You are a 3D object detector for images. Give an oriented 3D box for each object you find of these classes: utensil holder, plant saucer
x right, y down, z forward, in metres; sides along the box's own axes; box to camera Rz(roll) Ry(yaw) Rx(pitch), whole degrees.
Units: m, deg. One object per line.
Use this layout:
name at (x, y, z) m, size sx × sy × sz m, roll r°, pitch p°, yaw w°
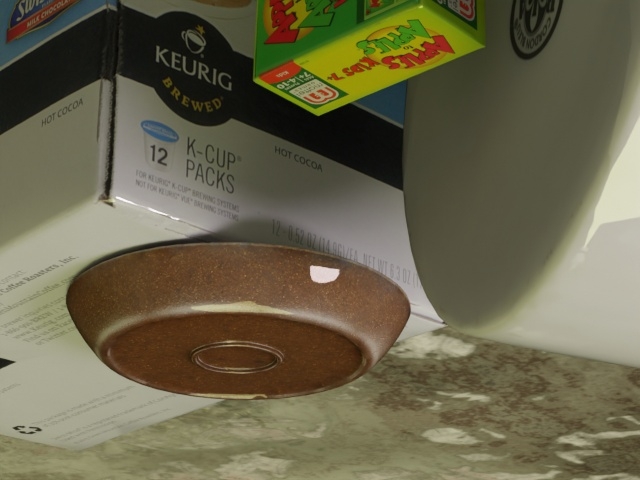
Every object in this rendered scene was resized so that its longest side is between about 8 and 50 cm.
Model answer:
utensil holder at (0.260, -0.079, 0.639) m, size 0.385 × 0.328 × 0.327 m, roll 8°, pitch 156°, yaw -12°
plant saucer at (-0.040, 0.046, 0.734) m, size 0.168 × 0.029 × 0.168 m, roll 0°, pitch 156°, yaw 0°

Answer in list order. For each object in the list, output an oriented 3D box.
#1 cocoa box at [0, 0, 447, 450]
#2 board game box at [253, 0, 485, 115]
cocoa box at (-0.125, -0.041, 0.859) m, size 0.231 × 0.228 × 0.347 m, roll 20°, pitch 150°, yaw -38°
board game box at (0.021, -0.154, 0.648) m, size 0.092 × 0.181 × 0.043 m, roll -19°, pitch 149°, yaw 39°
